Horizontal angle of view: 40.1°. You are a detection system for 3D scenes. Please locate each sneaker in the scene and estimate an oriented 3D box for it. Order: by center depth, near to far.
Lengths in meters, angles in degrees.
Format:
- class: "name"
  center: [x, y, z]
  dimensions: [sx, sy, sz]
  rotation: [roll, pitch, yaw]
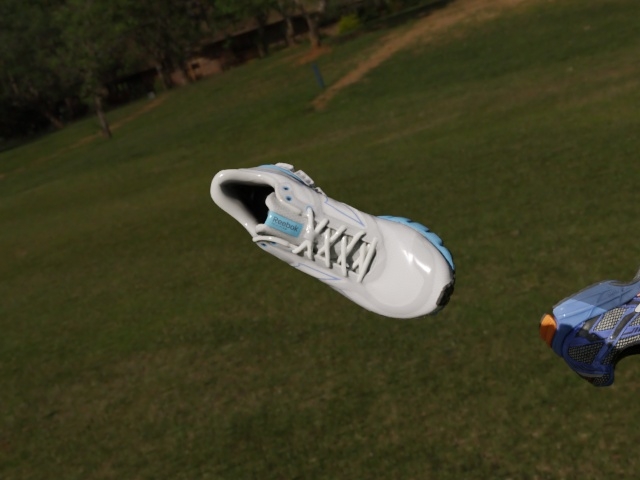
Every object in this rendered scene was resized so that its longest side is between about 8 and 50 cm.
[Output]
- class: "sneaker"
  center: [0.000, 0.000, 0.594]
  dimensions: [0.190, 0.071, 0.083]
  rotation: [26, 9, 29]
- class: "sneaker"
  center: [0.313, 0.062, 0.791]
  dimensions: [0.221, 0.087, 0.083]
  rotation: [-30, -29, 7]
